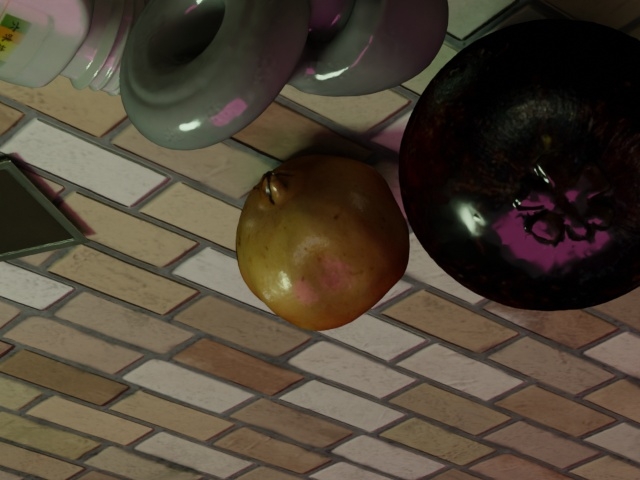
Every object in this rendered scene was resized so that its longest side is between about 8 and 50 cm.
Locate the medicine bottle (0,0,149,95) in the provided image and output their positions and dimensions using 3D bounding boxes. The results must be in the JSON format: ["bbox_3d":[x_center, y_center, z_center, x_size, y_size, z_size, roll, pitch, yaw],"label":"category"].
[{"bbox_3d":[-0.326,-0.243,1.534,0.324,0.124,0.179,20,143,-25],"label":"medicine bottle"}]

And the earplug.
[{"bbox_3d":[-0.036,-0.193,1.494,0.325,0.214,0.175,-21,135,-7],"label":"earplug"}]

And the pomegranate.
[{"bbox_3d":[0.004,0.003,1.840,0.209,0.209,0.209,1,148,0],"label":"pomegranate"}]

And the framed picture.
[{"bbox_3d":[-0.443,-0.027,1.982,0.252,0.014,0.197,-11,146,19],"label":"framed picture"}]

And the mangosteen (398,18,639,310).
[{"bbox_3d":[0.236,-0.081,1.638,0.330,0.330,0.330,1,148,0],"label":"mangosteen"}]
